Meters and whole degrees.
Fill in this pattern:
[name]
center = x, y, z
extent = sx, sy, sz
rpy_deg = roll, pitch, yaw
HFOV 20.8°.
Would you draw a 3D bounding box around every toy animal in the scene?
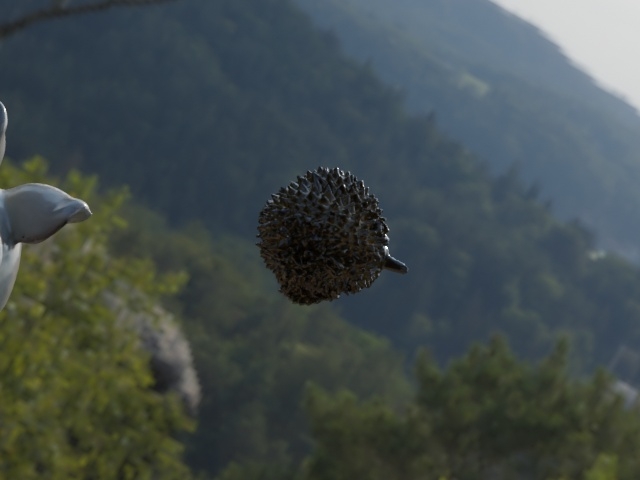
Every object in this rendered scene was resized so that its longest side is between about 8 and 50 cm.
[toy animal]
center = -0.268, 0.011, 1.239
extent = 0.127, 0.178, 0.193
rpy_deg = 44, 35, -11

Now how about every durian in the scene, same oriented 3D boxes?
[durian]
center = -0.001, 0.003, 1.314
extent = 0.140, 0.110, 0.071
rpy_deg = 20, 14, 38
